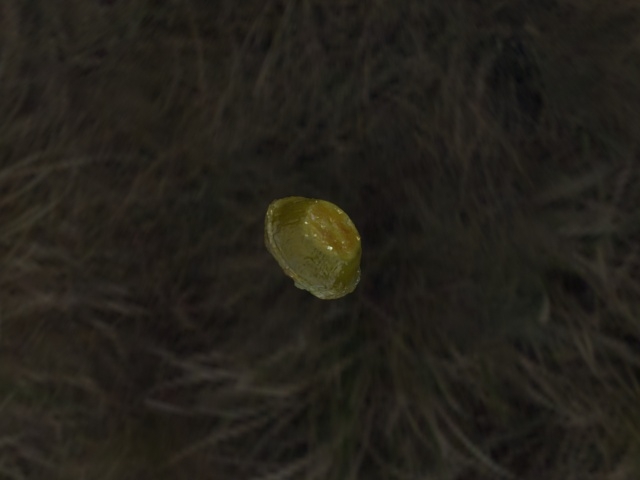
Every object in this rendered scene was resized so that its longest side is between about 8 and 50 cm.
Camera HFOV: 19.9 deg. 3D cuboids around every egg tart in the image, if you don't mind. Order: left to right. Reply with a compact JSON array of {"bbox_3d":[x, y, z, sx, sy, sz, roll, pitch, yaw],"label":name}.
[{"bbox_3d":[0.000,0.000,1.534,0.105,0.105,0.039,41,127,-9],"label":"egg tart"}]
